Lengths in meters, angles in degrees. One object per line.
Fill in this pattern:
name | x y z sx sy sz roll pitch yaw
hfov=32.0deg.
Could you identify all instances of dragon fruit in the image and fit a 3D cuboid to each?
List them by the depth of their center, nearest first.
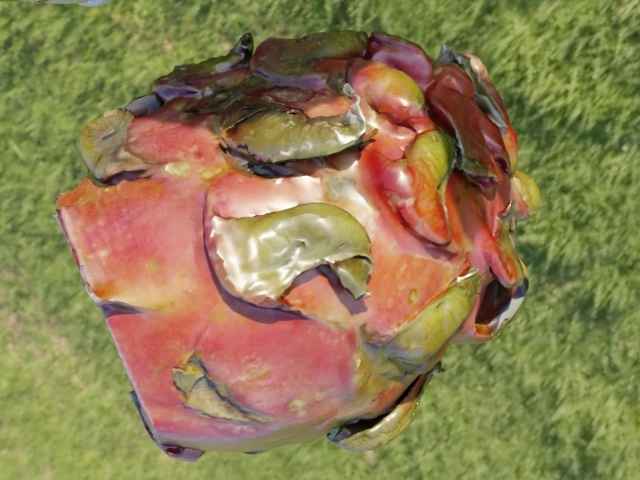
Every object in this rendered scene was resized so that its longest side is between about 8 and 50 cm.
dragon fruit | 0.000 0.000 0.694 0.250 0.291 0.269 50 159 49

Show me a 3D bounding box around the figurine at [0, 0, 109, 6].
figurine | -0.200 -0.367 0.955 0.196 0.320 0.323 20 123 -14
